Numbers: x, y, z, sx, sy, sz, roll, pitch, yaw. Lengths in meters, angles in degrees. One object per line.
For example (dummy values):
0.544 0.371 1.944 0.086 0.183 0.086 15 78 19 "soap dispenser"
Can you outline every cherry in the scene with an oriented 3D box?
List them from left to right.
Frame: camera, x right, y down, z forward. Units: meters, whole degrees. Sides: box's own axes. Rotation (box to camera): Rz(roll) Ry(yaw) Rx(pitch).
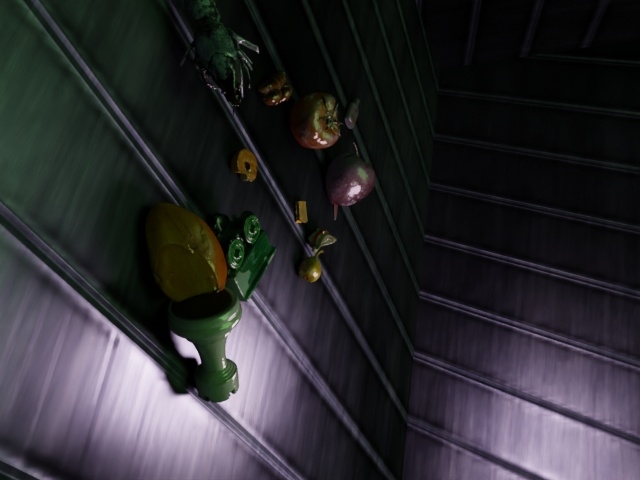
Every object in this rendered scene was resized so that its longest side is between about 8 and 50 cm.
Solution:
0.128 -0.265 2.409 0.213 0.183 0.266 30 96 -19 "cherry"

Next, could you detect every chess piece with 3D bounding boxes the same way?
-0.297 0.290 1.542 0.194 0.195 0.299 -49 140 -55 "chess piece"

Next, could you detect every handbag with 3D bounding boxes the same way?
-0.076 -0.109 2.178 0.061 0.027 0.083 -9 95 -64 "handbag"

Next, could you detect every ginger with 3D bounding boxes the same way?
-0.162 -0.518 1.968 0.103 0.073 0.162 61 41 -22 "ginger"

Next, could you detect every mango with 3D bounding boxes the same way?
-0.352 0.020 1.457 0.138 0.187 0.257 -171 -115 -72 "mango"

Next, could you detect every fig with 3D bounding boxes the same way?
-0.039 0.092 2.201 0.166 0.093 0.093 -85 160 -54 "fig"

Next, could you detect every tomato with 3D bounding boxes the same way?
-0.031 -0.439 2.122 0.155 0.181 0.214 -42 123 -50 "tomato"

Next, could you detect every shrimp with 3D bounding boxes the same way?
-0.292 -0.538 1.552 0.166 0.221 0.410 -81 150 -77 "shrimp"

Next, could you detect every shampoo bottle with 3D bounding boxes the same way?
0.152 -0.604 2.657 0.080 0.040 0.165 59 39 -44 "shampoo bottle"

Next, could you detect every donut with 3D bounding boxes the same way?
-0.245 -0.242 1.810 0.108 0.043 0.097 51 45 -51 "donut"

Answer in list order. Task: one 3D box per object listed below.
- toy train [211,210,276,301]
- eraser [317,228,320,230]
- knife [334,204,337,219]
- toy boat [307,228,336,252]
-0.254 0.035 1.667 0.266 0.145 0.201 -64 147 -43 "toy train"
0.010 -0.017 2.361 0.099 0.019 0.027 50 31 -54 "eraser"
0.066 -0.213 2.496 0.035 0.018 0.247 -3 95 -67 "knife"
0.000 -0.001 2.260 0.071 0.089 0.185 44 30 10 "toy boat"
